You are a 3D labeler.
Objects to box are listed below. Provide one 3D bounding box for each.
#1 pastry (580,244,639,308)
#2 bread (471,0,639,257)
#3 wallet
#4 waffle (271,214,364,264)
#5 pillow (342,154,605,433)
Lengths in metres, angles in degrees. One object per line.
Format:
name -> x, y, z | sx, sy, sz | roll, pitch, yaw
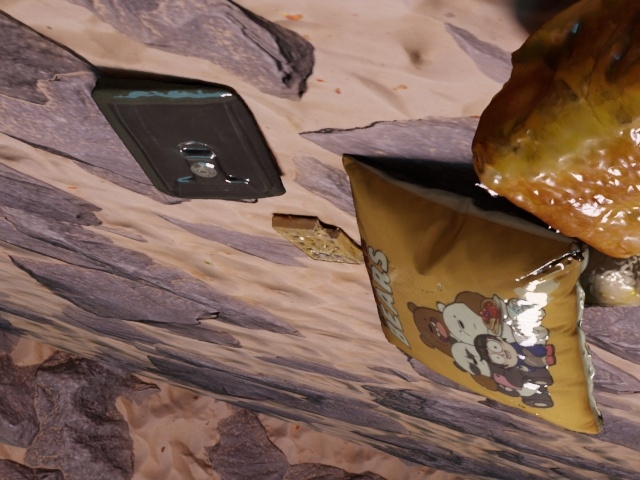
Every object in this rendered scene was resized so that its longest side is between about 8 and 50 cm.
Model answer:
pastry -> 0.299, 0.030, 1.272 | 0.121, 0.089, 0.258 | 19, 168, -39
bread -> 0.251, -0.105, 0.768 | 0.195, 0.149, 0.344 | 30, 160, -13
wallet -> -0.142, -0.107, 1.255 | 0.169, 0.052, 0.245 | 6, 159, 14
waffle -> 0.000, 0.000, 1.523 | 0.092, 0.021, 0.135 | 7, 163, 28
pillow -> 0.167, 0.064, 1.253 | 0.312, 0.119, 0.310 | 24, 149, 36
